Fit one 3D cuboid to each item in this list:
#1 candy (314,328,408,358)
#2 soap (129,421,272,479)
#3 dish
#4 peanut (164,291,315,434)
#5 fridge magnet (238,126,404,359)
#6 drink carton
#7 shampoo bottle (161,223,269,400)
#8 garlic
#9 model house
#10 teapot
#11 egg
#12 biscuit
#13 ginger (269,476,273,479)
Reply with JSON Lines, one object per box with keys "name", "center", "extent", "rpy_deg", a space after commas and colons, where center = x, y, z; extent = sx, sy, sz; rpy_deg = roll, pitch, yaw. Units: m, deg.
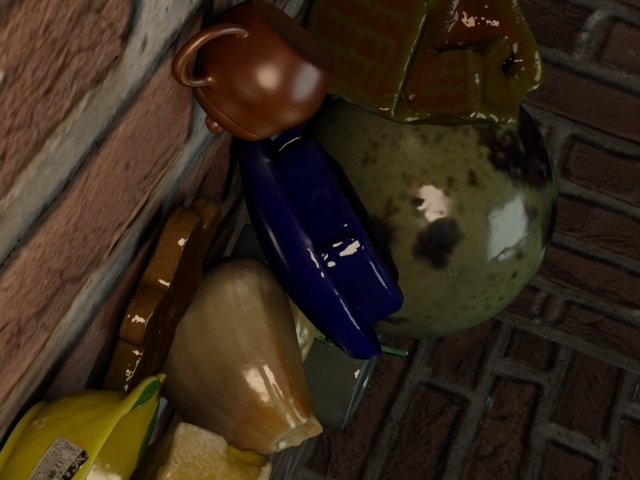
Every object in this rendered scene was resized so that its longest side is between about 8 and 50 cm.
{"name": "candy", "center": [0.001, 0.115, 1.698], "extent": [0.073, 0.262, 0.077], "rpy_deg": [-23, -125, 57]}
{"name": "soap", "center": [-0.160, 0.274, 1.111], "extent": [0.315, 0.091, 0.199], "rpy_deg": [-40, -156, 60]}
{"name": "dish", "center": [-0.193, 0.170, 0.987], "extent": [0.149, 0.080, 0.208], "rpy_deg": [102, 13, -55]}
{"name": "peanut", "center": [-0.102, 0.176, 1.560], "extent": [0.130, 0.130, 0.290], "rpy_deg": [-2, 116, -83]}
{"name": "fridge magnet", "center": [0.000, 0.000, 1.368], "extent": [0.112, 0.266, 0.265], "rpy_deg": [-28, 174, 4]}
{"name": "drink carton", "center": [-0.028, 0.158, 1.813], "extent": [0.185, 0.189, 0.191], "rpy_deg": [-37, 147, -69]}
{"name": "shampoo bottle", "center": [-0.105, 0.085, 1.462], "extent": [0.072, 0.072, 0.214], "rpy_deg": [90, 22, -72]}
{"name": "garlic", "center": [-0.078, 0.103, 1.330], "extent": [0.145, 0.164, 0.245], "rpy_deg": [-50, -153, 28]}
{"name": "model house", "center": [0.105, -0.214, 1.472], "extent": [0.239, 0.268, 0.173], "rpy_deg": [-52, 164, -44]}
{"name": "teapot", "center": [-0.059, -0.130, 1.079], "extent": [0.173, 0.116, 0.116], "rpy_deg": [15, 97, -56]}
{"name": "egg", "center": [0.125, -0.043, 1.732], "extent": [0.428, 0.345, 0.345], "rpy_deg": [128, -15, -75]}
{"name": "biscuit", "center": [-0.151, 0.072, 1.186], "extent": [0.180, 0.039, 0.236], "rpy_deg": [-44, 155, -79]}
{"name": "ginger", "center": [-0.094, 0.285, 1.690], "extent": [0.131, 0.086, 0.295], "rpy_deg": [170, -93, -73]}
